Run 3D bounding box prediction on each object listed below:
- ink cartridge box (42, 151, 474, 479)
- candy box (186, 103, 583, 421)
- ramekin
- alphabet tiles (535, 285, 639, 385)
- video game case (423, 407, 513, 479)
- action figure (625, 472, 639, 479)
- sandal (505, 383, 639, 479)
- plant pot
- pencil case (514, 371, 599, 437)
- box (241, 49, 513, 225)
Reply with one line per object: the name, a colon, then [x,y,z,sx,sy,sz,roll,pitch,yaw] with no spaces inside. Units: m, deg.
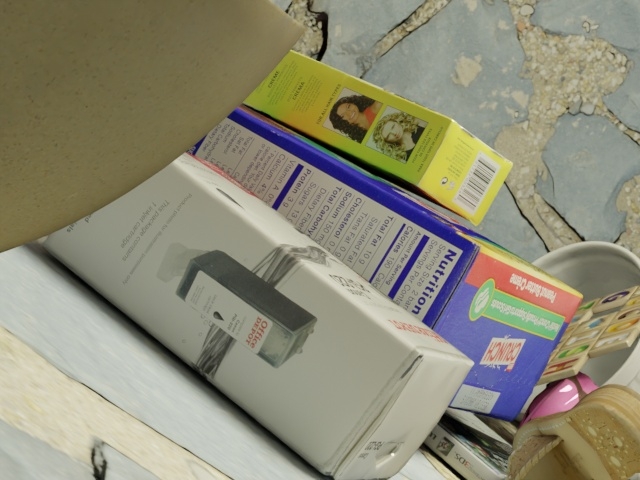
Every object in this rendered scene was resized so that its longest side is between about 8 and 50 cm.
ink cartridge box: [-0.031,0.040,1.112,0.218,0.092,0.158,39,5,16]
candy box: [0.000,0.000,1.364,0.317,0.122,0.268,31,3,23]
ramekin: [0.269,0.114,1.927,0.109,0.207,0.207,44,-1,-37]
alphabet tiles: [0.216,0.097,1.776,0.237,0.198,0.009,-36,105,-62]
video game case: [0.111,0.153,1.445,0.173,0.022,0.190,38,4,33]
action figure: [0.211,0.192,1.068,0.275,0.141,0.164,37,5,-24]
sandal: [0.146,0.162,1.223,0.088,0.079,0.240,49,-22,10]
plant pot: [-0.175,-0.096,0.804,0.284,0.191,0.284,35,5,-3]
pencil case: [0.277,0.207,1.720,0.209,0.098,0.095,39,37,7]
box: [0.033,-0.087,1.447,0.232,0.058,0.087,27,-2,43]
